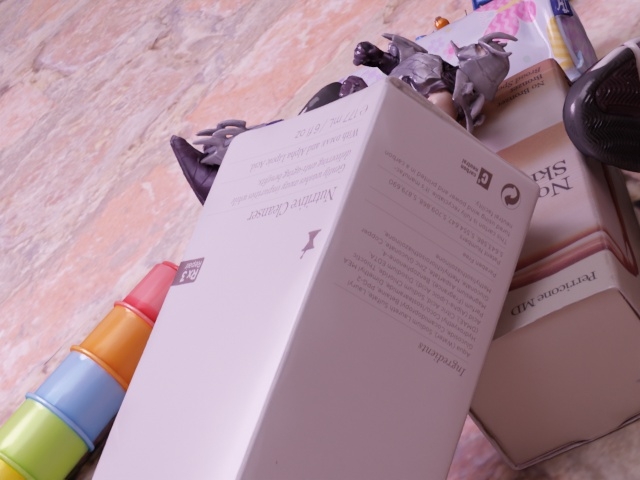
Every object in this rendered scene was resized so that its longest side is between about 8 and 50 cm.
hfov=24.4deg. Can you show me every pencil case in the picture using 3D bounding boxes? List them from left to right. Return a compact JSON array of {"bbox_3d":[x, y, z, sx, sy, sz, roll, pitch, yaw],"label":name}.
[{"bbox_3d":[0.128,-0.137,1.389,0.273,0.113,0.124,-23,61,23],"label":"pencil case"}]

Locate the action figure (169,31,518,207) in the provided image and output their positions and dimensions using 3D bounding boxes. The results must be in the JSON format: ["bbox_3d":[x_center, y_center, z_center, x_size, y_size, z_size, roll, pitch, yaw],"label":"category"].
[{"bbox_3d":[0.030,-0.103,1.205,0.285,0.099,0.185,-23,9,14],"label":"action figure"}]

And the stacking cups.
[{"bbox_3d":[-0.228,0.151,1.411,0.316,0.096,0.096,-50,34,-18],"label":"stacking cups"}]

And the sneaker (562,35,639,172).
[{"bbox_3d":[0.269,-0.117,1.195,0.281,0.106,0.162,-19,8,-31],"label":"sneaker"}]

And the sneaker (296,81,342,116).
[{"bbox_3d":[0.000,0.000,1.363,0.090,0.145,0.270,-29,-24,-57],"label":"sneaker"}]

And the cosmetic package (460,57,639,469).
[{"bbox_3d":[0.167,0.009,1.153,0.153,0.129,0.296,-28,35,17],"label":"cosmetic package"}]

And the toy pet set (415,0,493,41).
[{"bbox_3d":[0.142,-0.225,1.477,0.114,0.065,0.122,-15,-7,2],"label":"toy pet set"}]

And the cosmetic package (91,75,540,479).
[{"bbox_3d":[-0.019,0.106,1.013,0.217,0.156,0.385,-16,47,55],"label":"cosmetic package"}]
